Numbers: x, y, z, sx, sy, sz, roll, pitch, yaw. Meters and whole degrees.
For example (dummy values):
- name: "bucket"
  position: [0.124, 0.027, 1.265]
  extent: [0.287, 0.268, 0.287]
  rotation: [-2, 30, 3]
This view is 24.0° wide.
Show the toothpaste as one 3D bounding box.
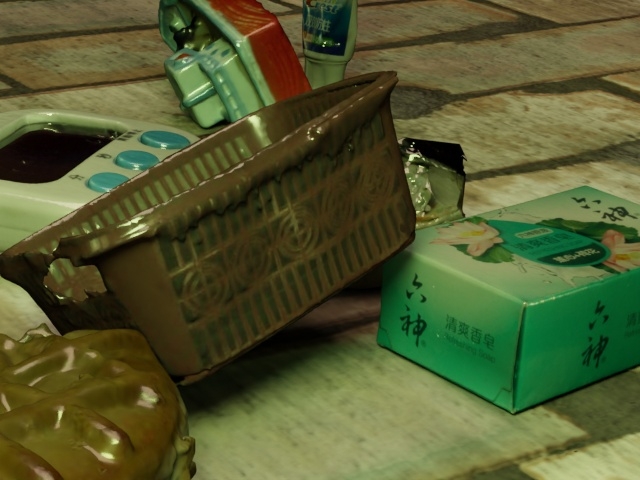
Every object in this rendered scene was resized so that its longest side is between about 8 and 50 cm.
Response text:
- name: "toothpaste"
  position: [0.014, -0.311, 1.833]
  extent: [0.061, 0.266, 0.096]
  rotation: [-10, 23, -36]

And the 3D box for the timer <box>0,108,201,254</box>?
- name: "timer"
  position: [-0.230, -0.047, 1.361]
  extent: [0.237, 0.087, 0.262]
  rotation: [8, 21, 13]

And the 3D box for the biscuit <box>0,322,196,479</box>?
- name: "biscuit"
  position: [-0.247, 0.137, 0.841]
  extent: [0.366, 0.115, 0.268]
  rotation: [-4, 22, -13]

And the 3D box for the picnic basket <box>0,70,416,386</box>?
- name: "picnic basket"
  position: [-0.059, -0.004, 1.074]
  extent: [0.297, 0.129, 0.222]
  rotation: [-33, 12, -32]

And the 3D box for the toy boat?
- name: "toy boat"
  position: [-0.129, -0.218, 1.772]
  extent: [0.133, 0.145, 0.332]
  rotation: [-31, 27, -7]

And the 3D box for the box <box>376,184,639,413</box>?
- name: "box"
  position: [0.182, 0.038, 1.179]
  extent: [0.245, 0.092, 0.153]
  rotation: [-16, 27, -39]

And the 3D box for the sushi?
- name: "sushi"
  position: [-0.002, -0.011, 1.271]
  extent: [0.273, 0.134, 0.109]
  rotation: [2, 50, -30]
